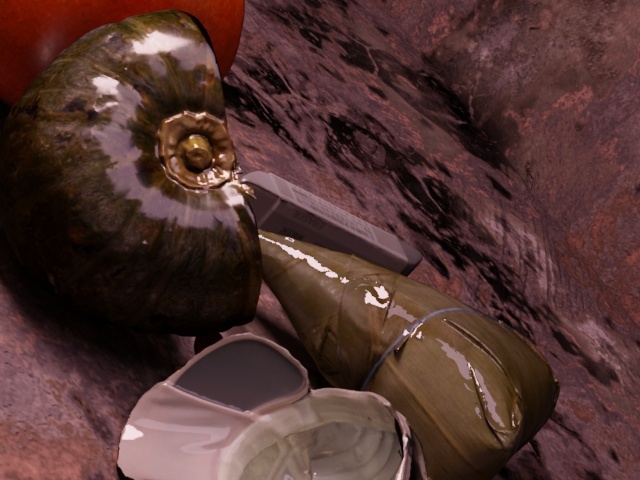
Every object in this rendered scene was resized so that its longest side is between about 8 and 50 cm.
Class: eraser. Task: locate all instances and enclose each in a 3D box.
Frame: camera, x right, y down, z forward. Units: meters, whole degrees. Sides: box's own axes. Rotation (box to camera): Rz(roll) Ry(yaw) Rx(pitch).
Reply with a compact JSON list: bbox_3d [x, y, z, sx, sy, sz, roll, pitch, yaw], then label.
[{"bbox_3d":[0.000,0.000,1.766,0.352,0.089,0.061,26,24,-38],"label":"eraser"}]

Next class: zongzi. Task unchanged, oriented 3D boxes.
[{"bbox_3d":[0.104,0.111,1.654,0.393,0.174,0.356,43,16,15],"label":"zongzi"}]

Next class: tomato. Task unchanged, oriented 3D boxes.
[{"bbox_3d":[-0.264,-0.266,1.554,0.341,0.273,0.341,21,17,-7],"label":"tomato"}]

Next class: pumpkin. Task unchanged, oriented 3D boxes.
[{"bbox_3d":[-0.203,-0.054,1.348,0.232,0.242,0.325,-9,75,-16],"label":"pumpkin"}]

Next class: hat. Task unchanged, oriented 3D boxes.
[{"bbox_3d":[-0.044,0.211,1.237,0.275,0.161,0.232,12,27,-12],"label":"hat"}]

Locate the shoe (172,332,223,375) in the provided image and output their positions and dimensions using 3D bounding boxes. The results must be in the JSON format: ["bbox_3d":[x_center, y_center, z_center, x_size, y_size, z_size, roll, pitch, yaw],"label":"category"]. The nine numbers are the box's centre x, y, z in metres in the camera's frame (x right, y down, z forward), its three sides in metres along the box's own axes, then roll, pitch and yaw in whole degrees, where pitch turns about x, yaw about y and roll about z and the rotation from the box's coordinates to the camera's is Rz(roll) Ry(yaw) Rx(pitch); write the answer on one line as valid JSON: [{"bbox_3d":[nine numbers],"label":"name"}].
[{"bbox_3d":[-0.108,0.135,1.355,0.109,0.072,0.069,-66,148,-63],"label":"shoe"}]
